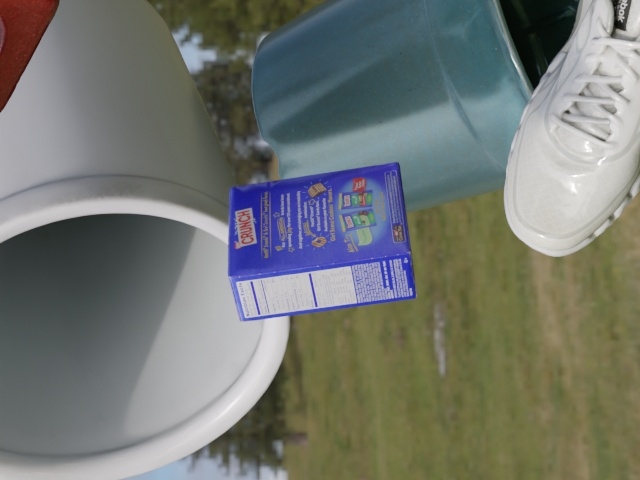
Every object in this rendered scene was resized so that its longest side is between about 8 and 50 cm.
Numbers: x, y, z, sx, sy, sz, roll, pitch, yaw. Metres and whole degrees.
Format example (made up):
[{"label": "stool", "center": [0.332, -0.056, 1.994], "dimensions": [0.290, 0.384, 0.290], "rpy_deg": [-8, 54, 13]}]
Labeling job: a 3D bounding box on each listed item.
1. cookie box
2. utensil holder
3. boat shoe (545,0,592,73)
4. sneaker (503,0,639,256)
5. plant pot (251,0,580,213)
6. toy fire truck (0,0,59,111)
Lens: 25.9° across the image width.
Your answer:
[{"label": "cookie box", "center": [0.000, 0.000, 0.837], "dimensions": [0.092, 0.107, 0.040], "rpy_deg": [-93, -6, -51]}, {"label": "utensil holder", "center": [-0.232, -0.030, 1.263], "dimensions": [0.385, 0.327, 0.328], "rpy_deg": [-112, 15, -45]}, {"label": "boat shoe", "center": [0.303, -0.165, 1.382], "dimensions": [0.118, 0.103, 0.320], "rpy_deg": [38, -117, -34]}, {"label": "sneaker", "center": [0.214, -0.126, 1.008], "dimensions": [0.292, 0.110, 0.118], "rpy_deg": [-63, -16, 7]}, {"label": "plant pot", "center": [0.125, -0.181, 1.582], "dimensions": [0.341, 0.334, 0.341], "rpy_deg": [35, -135, -45]}, {"label": "toy fire truck", "center": [-0.249, -0.105, 0.680], "dimensions": [0.169, 0.254, 0.302], "rpy_deg": [61, -161, 19]}]
